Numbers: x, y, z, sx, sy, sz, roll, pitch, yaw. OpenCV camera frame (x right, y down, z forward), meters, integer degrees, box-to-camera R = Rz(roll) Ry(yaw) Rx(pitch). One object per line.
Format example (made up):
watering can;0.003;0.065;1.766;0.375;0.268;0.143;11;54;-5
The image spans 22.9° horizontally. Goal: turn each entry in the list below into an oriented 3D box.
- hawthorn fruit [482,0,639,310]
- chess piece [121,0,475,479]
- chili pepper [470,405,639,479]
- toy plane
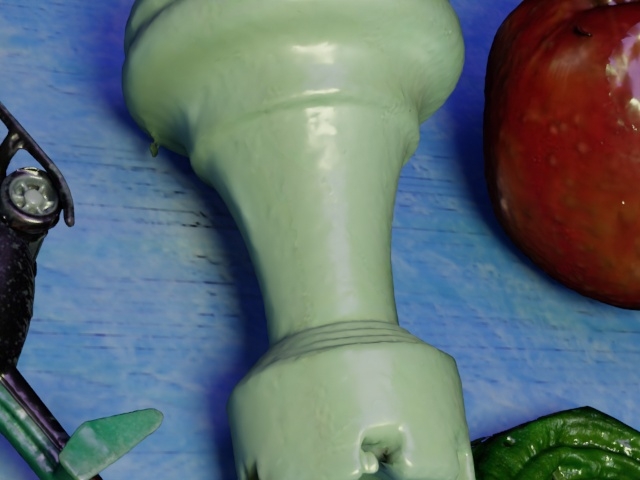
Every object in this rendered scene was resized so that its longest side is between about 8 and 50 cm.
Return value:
hawthorn fruit;0.191;-0.092;0.987;0.266;0.210;0.230;55;52;-35
chess piece;0.000;0.000;0.847;0.194;0.194;0.299;5;63;-28
chili pepper;0.132;0.136;0.903;0.182;0.050;0.073;-6;52;-37
toy plane;-0.183;0.036;0.754;0.155;0.106;0.382;-32;76;-38
